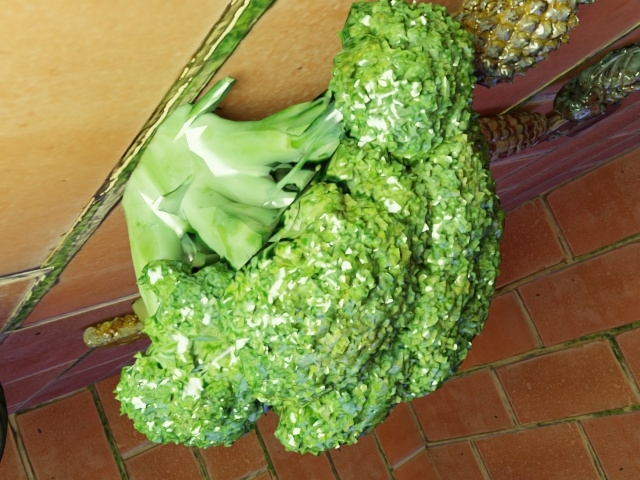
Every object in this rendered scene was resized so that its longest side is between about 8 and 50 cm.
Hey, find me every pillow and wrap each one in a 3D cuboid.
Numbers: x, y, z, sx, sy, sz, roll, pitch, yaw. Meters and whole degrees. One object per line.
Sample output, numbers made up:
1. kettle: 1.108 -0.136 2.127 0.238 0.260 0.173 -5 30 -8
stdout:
1. pillow: 0.506 -0.238 1.267 0.232 0.043 0.126 -16 168 -44

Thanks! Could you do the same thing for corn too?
1. corn: 0.294 -0.170 1.036 0.237 0.079 0.079 -20 171 -42

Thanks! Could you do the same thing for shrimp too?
1. shrimp: 0.459 -0.253 0.955 0.233 0.079 0.090 -28 133 15

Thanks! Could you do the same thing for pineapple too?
1. pineapple: 0.198 -0.197 0.534 0.221 0.103 0.083 -29 -156 28

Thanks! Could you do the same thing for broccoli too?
1. broccoli: 0.002 -0.002 0.550 0.321 0.310 0.413 9 120 -48

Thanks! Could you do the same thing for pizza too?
1. pizza: -0.424 0.197 1.431 0.246 0.058 0.127 -13 168 -44

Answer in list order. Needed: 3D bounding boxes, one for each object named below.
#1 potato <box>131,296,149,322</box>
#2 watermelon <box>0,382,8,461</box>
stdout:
1. potato: -0.287 0.126 1.285 0.120 0.081 0.149 -11 165 -48
2. watermelon: -0.514 0.233 0.667 0.359 0.279 0.279 -28 171 7
